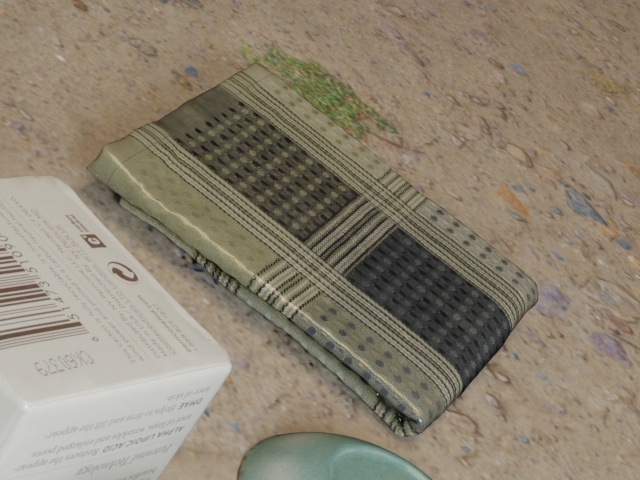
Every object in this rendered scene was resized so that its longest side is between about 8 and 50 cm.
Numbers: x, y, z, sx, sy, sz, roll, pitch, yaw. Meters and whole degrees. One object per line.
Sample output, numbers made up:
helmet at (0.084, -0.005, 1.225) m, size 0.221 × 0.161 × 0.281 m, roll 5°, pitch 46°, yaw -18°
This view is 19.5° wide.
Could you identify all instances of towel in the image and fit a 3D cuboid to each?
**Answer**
towel at (0.000, 0.000, 1.457) m, size 0.324 × 0.056 × 0.312 m, roll 40°, pitch 28°, yaw 6°

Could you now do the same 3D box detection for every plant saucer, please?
plant saucer at (0.040, 0.180, 1.182) m, size 0.195 × 0.037 × 0.195 m, roll 28°, pitch 26°, yaw -15°

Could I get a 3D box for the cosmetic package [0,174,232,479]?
cosmetic package at (-0.175, 0.086, 0.909) m, size 0.151 × 0.183 × 0.151 m, roll 45°, pitch 27°, yaw 23°
